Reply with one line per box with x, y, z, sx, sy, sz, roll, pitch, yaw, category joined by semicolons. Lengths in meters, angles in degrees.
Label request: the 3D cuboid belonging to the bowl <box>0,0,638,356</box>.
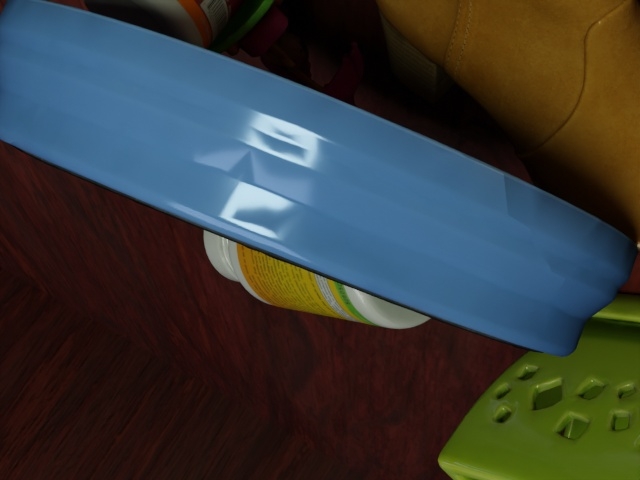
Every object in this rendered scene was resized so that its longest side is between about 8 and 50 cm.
-0.010;-0.030;0.633;0.391;0.077;0.391;21;-179;0;bowl

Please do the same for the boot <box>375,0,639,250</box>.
0.148;-0.108;0.567;0.295;0.104;0.211;31;160;17;boot

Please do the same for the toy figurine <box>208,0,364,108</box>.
-0.041;-0.146;0.776;0.159;0.130;0.173;40;-178;-44;toy figurine

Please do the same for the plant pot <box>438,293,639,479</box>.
0.276;0.173;0.863;0.227;0.207;0.228;3;144;52;plant pot

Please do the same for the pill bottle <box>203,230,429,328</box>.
0.000;0.000;0.974;0.245;0.136;0.136;6;147;50;pill bottle

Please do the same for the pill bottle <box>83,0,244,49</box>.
-0.071;-0.185;0.640;0.086;0.152;0.086;29;159;12;pill bottle
